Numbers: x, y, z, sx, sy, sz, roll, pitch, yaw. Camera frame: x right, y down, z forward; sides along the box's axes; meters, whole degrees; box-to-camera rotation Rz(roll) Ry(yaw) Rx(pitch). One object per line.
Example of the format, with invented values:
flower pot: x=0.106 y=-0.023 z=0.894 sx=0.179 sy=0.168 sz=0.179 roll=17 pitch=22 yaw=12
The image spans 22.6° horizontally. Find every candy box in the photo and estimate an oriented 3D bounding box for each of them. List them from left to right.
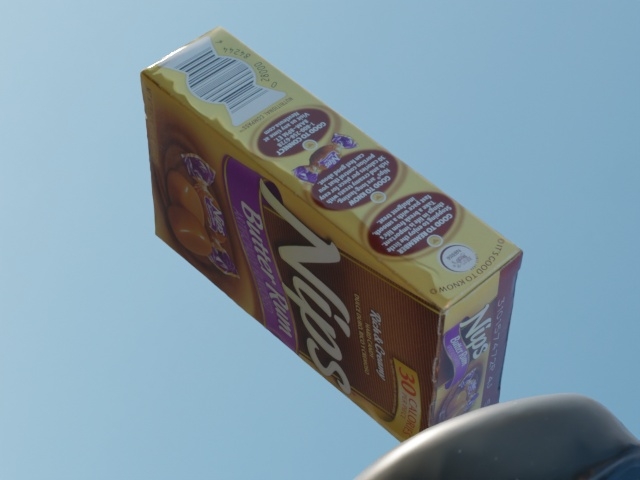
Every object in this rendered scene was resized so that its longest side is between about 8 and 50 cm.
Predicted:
candy box: x=0.000 y=0.000 z=0.704 sx=0.187 sy=0.053 sz=0.109 roll=37 pitch=-32 yaw=28

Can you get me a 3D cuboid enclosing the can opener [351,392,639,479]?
can opener: x=-0.028 y=0.133 z=0.374 sx=0.093 sy=0.280 sz=0.074 roll=47 pitch=-27 yaw=38
